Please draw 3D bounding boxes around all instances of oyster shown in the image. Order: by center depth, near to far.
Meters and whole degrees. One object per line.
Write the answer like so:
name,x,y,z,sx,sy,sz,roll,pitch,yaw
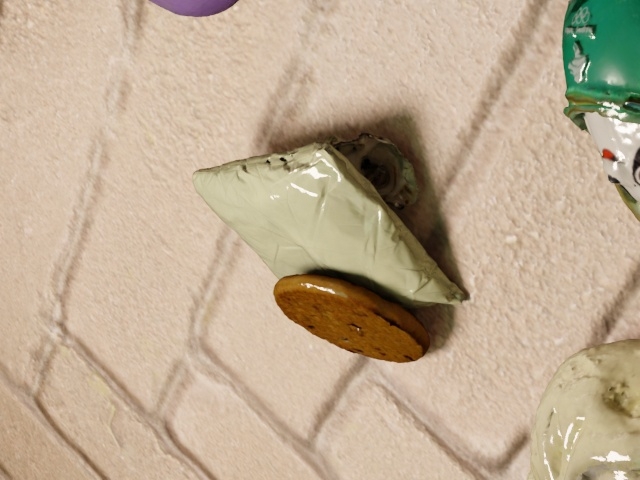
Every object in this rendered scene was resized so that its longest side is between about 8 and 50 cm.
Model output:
oyster,0.046,-0.090,2.001,0.165,0.053,0.108,-1,135,39

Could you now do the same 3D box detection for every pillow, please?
pillow,0.000,-0.001,2.042,0.280,0.076,0.274,-6,133,49

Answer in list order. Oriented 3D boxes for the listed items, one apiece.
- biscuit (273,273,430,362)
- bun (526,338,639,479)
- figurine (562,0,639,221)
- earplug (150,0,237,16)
biscuit,0.038,0.095,2.071,0.212,0.036,0.212,20,160,8
bun,0.372,0.281,1.781,0.359,0.211,0.360,28,134,34
figurine,0.333,-0.161,1.531,0.340,0.231,0.323,59,167,-15
earplug,-0.040,-0.423,1.757,0.456,0.215,0.215,-27,94,48
